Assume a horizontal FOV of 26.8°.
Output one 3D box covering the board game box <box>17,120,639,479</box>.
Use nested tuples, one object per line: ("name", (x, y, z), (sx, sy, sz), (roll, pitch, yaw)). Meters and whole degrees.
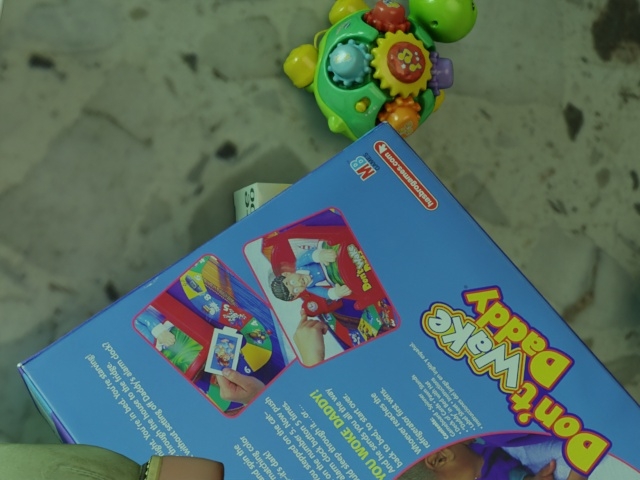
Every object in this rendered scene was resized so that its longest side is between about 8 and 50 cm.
("board game box", (0.047, 0.139, 0.661), (0.233, 0.078, 0.347), (-34, 71, -16))

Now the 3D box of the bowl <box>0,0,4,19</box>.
("bowl", (-0.242, -0.103, 0.678), (0.142, 0.053, 0.142), (20, 74, -24))

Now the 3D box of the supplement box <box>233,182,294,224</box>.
("supplement box", (0.000, 0.000, 0.797), (0.098, 0.036, 0.062), (1, 81, -27))

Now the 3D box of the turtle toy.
("turtle toy", (0.046, -0.112, 0.822), (0.095, 0.066, 0.130), (45, 65, -15))

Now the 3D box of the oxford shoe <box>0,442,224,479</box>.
("oxford shoe", (-0.140, 0.220, 0.585), (0.130, 0.123, 0.348), (15, 115, -7))
